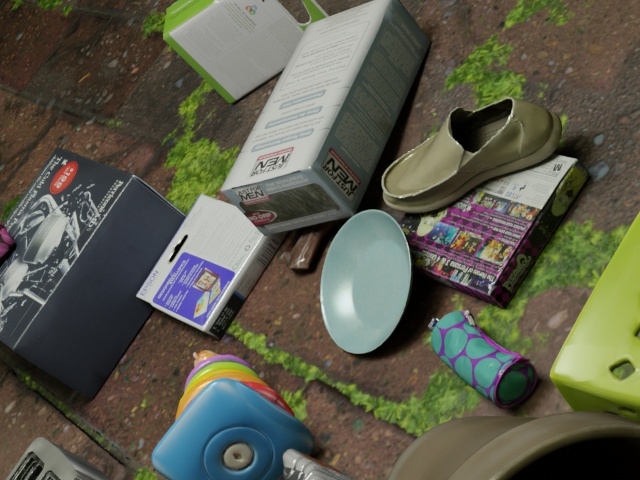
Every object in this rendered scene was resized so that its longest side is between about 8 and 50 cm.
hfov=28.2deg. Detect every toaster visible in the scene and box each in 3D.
[{"bbox_3d":[-0.384,0.392,1.861,0.186,0.110,0.168,-55,36,-8],"label":"toaster"}]

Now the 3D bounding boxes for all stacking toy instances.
[{"bbox_3d":[-0.131,0.223,1.738,0.166,0.175,0.302,-50,21,8],"label":"stacking toy"}]

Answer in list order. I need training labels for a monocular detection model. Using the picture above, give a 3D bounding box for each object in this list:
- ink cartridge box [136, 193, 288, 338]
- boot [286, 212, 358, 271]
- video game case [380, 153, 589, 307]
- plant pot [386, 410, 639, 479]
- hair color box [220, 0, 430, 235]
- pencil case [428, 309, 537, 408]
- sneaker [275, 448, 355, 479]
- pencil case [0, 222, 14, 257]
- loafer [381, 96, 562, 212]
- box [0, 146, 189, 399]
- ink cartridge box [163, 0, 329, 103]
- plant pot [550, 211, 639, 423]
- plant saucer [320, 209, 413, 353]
[{"bbox_3d":[-0.174,0.037,2.012,0.208,0.045,0.206,20,75,48],"label":"ink cartridge box"},{"bbox_3d":[0.000,0.000,1.872,0.106,0.037,0.114,-2,53,59],"label":"boot"},{"bbox_3d":[0.211,-0.034,1.669,0.210,0.042,0.232,-56,35,-9],"label":"video game case"},{"bbox_3d":[0.191,0.296,1.198,0.323,0.323,0.280,-53,18,-5],"label":"plant pot"},{"bbox_3d":[0.014,-0.193,1.934,0.185,0.113,0.374,-12,41,42],"label":"hair color box"},{"bbox_3d":[0.191,0.138,1.511,0.151,0.064,0.070,40,115,54],"label":"pencil case"},{"bbox_3d":[-0.008,0.356,1.452,0.180,0.124,0.321,-64,8,-6],"label":"sneaker"},{"bbox_3d":[-0.608,0.044,2.144,0.209,0.095,0.098,-46,14,3],"label":"pencil case"},{"bbox_3d":[0.182,-0.121,1.663,0.268,0.092,0.102,-25,41,31],"label":"loafer"},{"bbox_3d":[-0.419,0.045,2.163,0.312,0.179,0.343,19,73,52],"label":"box"},{"bbox_3d":[-0.118,-0.384,2.228,0.255,0.189,0.097,-30,38,24],"label":"ink cartridge box"},{"bbox_3d":[0.388,0.113,1.193,0.207,0.227,0.228,17,70,46],"label":"plant pot"},{"bbox_3d":[0.071,0.057,1.706,0.195,0.037,0.195,-17,68,51],"label":"plant saucer"}]
